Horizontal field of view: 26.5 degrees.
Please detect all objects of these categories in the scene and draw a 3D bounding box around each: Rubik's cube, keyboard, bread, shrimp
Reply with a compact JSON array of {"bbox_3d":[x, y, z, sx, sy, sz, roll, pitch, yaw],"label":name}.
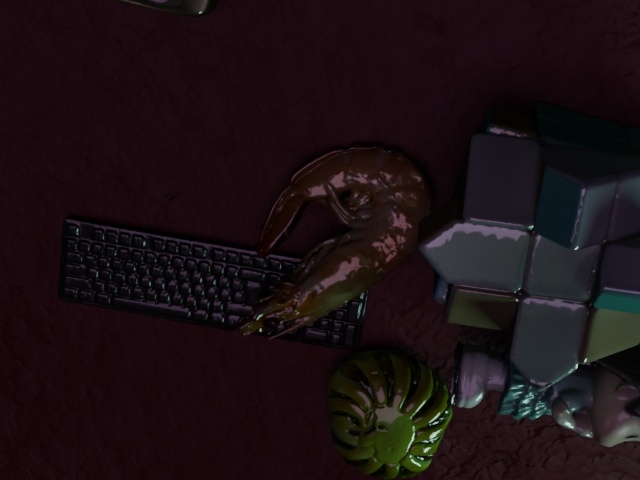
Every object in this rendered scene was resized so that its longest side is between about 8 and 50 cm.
[{"bbox_3d":[0.217,0.006,1.196,0.265,0.213,0.224,14,112,-1],"label":"Rubik's cube"},{"bbox_3d":[-0.108,0.041,1.353,0.310,0.018,0.100,10,113,3],"label":"keyboard"},{"bbox_3d":[0.066,0.178,1.361,0.130,0.071,0.139,12,113,-3],"label":"bread"},{"bbox_3d":[0.000,0.001,1.291,0.236,0.053,0.133,-40,100,7],"label":"shrimp"}]

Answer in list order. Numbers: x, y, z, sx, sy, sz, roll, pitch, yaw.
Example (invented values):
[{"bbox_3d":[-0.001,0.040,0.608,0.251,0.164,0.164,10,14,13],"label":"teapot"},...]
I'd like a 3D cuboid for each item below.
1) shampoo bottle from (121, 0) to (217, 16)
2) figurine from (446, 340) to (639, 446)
[{"bbox_3d":[-0.110,-0.372,1.151,0.126,0.084,0.350,14,112,2],"label":"shampoo bottle"},{"bbox_3d":[0.249,0.136,1.298,0.246,0.138,0.110,7,96,9],"label":"figurine"}]
